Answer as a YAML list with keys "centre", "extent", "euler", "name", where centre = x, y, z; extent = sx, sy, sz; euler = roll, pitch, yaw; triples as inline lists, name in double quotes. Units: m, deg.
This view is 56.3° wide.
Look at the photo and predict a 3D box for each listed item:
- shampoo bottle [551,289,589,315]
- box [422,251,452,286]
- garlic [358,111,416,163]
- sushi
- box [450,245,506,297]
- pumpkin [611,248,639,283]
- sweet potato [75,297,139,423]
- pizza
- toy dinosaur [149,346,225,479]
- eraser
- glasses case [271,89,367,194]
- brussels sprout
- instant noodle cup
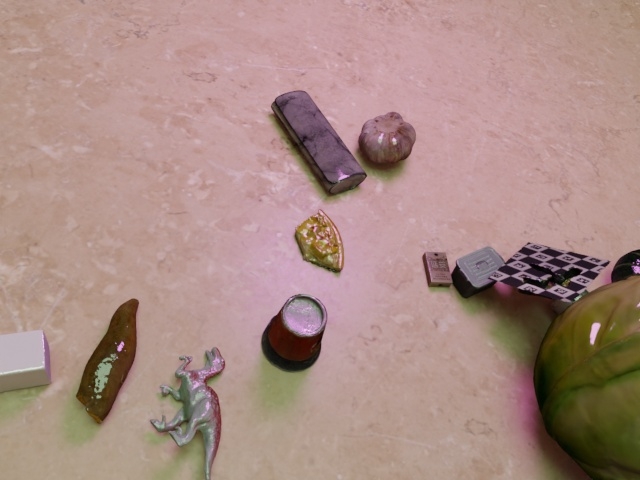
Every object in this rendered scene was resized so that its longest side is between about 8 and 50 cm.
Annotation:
- centre: [0.624, 0.197, 1.338]
  extent: [0.092, 0.092, 0.303]
  euler: [-29, 68, -30]
  name: "shampoo bottle"
- centre: [0.268, 0.066, 1.373]
  extent: [0.053, 0.024, 0.083]
  euler: [2, 57, -14]
  name: "box"
- centre: [0.169, -0.252, 1.519]
  extent: [0.147, 0.102, 0.159]
  euler: [-4, 45, -1]
  name: "garlic"
- centre: [0.507, 0.084, 1.325]
  extent: [0.192, 0.043, 0.279]
  euler: [16, 26, 33]
  name: "sushi"
- centre: [0.358, 0.076, 1.363]
  extent: [0.122, 0.069, 0.084]
  euler: [-19, 61, -26]
  name: "box"
- centre: [0.784, 0.099, 1.428]
  extent: [0.167, 0.125, 0.167]
  euler: [5, 62, -10]
  name: "pumpkin"
- centre: [-0.373, 0.201, 1.074]
  extent: [0.077, 0.077, 0.244]
  euler: [14, 55, -6]
  name: "sweet potato"
- centre: [0.000, 0.000, 1.337]
  extent: [0.098, 0.036, 0.160]
  euler: [-8, 59, -20]
  name: "pizza"
- centre: [-0.206, 0.310, 1.055]
  extent: [0.167, 0.053, 0.242]
  euler: [-16, 53, -32]
  name: "toy dinosaur"
- centre: [-0.616, 0.219, 0.994]
  extent: [0.297, 0.078, 0.076]
  euler: [-6, 58, -19]
  name: "eraser"
- centre: [-0.006, -0.250, 1.492]
  extent: [0.114, 0.060, 0.299]
  euler: [-21, 64, -27]
  name: "glasses case"
- centre: [0.588, 0.274, 1.111]
  extent: [0.360, 0.342, 0.426]
  euler: [-11, 71, 19]
  name: "brussels sprout"
- centre: [-0.043, 0.170, 1.147]
  extent: [0.127, 0.136, 0.127]
  euler: [7, 56, -11]
  name: "instant noodle cup"
